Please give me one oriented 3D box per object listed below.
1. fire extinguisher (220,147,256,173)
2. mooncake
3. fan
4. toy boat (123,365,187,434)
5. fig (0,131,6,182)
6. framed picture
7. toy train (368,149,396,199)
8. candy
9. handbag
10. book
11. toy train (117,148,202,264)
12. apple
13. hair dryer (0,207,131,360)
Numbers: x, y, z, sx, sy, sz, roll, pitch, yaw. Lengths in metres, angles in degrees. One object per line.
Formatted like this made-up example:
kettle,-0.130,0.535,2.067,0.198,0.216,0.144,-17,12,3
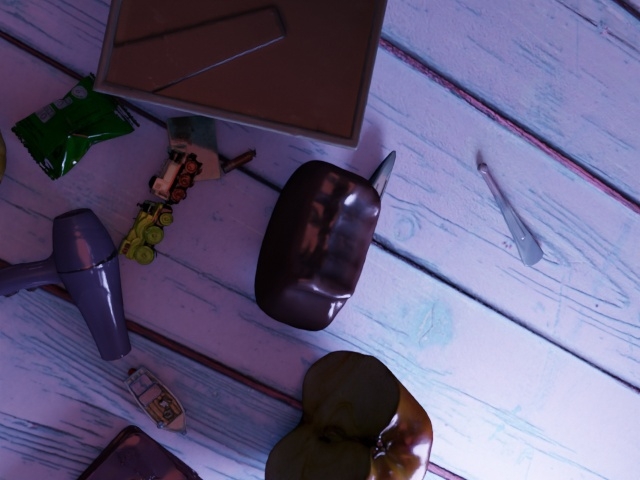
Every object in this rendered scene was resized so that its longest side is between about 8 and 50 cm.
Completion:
fire extinguisher,-0.169,-0.170,1.581,0.083,0.022,0.028,-29,71,-13
mooncake,0.000,0.000,1.497,0.174,0.334,0.326,22,47,-18
fan,0.438,-0.059,1.768,0.057,0.023,0.282,-35,103,-3
toy boat,-0.333,0.332,1.545,0.069,0.059,0.173,-39,103,-11
fig,-0.686,-0.224,1.348,0.286,0.286,0.368,17,57,-17
framed picture,-0.118,-0.351,1.241,0.446,0.028,0.326,12,89,-12
toy train,0.105,-0.086,1.653,0.048,0.055,0.251,20,87,-8
candy,-0.475,-0.220,1.459,0.203,0.078,0.141,-40,104,-16
handbag,-0.375,0.509,1.539,0.216,0.074,0.203,43,82,-16
book,-0.263,-0.189,1.553,0.103,0.017,0.135,-8,97,-16
toy train,-0.322,-0.070,1.515,0.085,0.053,0.249,28,92,-16
apple,0.052,0.405,1.510,0.295,0.365,0.328,-13,94,-34
hair dryer,-0.558,0.117,1.460,0.361,0.121,0.301,-13,106,-6
